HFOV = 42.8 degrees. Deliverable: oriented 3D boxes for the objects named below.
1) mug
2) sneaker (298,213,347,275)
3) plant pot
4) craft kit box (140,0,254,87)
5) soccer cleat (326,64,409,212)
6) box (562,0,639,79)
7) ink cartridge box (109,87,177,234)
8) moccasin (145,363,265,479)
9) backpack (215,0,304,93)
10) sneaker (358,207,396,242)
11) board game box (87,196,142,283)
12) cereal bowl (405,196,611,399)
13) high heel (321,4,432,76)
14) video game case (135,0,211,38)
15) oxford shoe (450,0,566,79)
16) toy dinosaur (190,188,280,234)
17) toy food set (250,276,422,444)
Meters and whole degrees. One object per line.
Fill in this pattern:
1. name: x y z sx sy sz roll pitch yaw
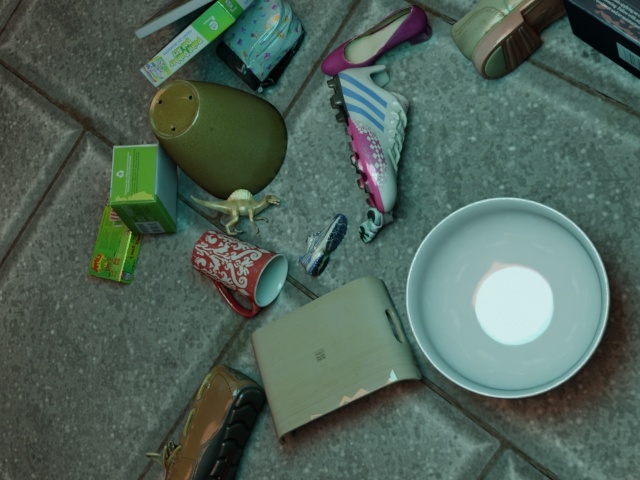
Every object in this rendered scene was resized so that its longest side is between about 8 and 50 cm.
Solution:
1. mug: -0.173 0.066 1.642 0.169 0.113 0.150 23 91 24
2. sneaker: 0.000 0.000 1.618 0.058 0.052 0.135 34 93 30
3. plant pot: -0.227 -0.226 1.654 0.237 0.254 0.237 -6 76 23
4. craft kit box: -0.233 -0.449 1.692 0.250 0.061 0.246 -30 24 33
5. soccer cleat: 0.115 -0.209 1.555 0.143 0.116 0.331 -16 61 0
6. box: 0.640 -0.406 1.345 0.312 0.179 0.343 -49 65 9
7. ink cartridge box: -0.366 -0.162 1.720 0.097 0.189 0.255 -4 70 2
8. moccasin: -0.246 0.426 1.593 0.147 0.139 0.379 21 92 40
9. backpack: -0.124 -0.424 1.726 0.182 0.115 0.152 -45 63 6
10. sneaker: 0.116 -0.035 1.577 0.069 0.098 0.038 -18 66 -28
11. board game box: -0.449 -0.001 1.821 0.092 0.043 0.181 9 83 26
12. cereal bowl: 0.325 0.102 1.400 0.339 0.141 0.338 -5 78 23
13. high heel: 0.097 -0.396 1.618 0.244 0.117 0.082 -12 75 21
14. video game case: -0.285 -0.524 1.785 0.213 0.193 0.023 -19 117 27
15. oxford shoe: 0.405 -0.481 1.492 0.397 0.140 0.146 -41 59 9
16. toy dinosaur: -0.174 -0.060 1.689 0.183 0.053 0.092 -2 96 -6
17. toy food set: 0.020 0.228 1.551 0.306 0.092 0.219 -28 58 15
